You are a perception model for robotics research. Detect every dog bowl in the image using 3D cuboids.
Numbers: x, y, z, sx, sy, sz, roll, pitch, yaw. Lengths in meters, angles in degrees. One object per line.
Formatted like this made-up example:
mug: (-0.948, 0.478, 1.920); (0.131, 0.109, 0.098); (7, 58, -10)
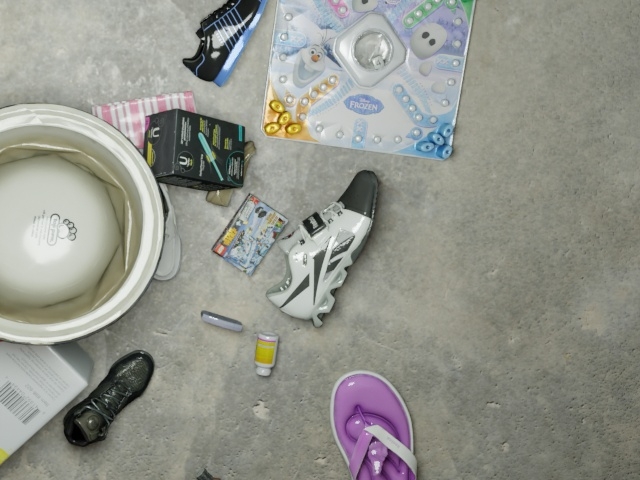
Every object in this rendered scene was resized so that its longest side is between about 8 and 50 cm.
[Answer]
dog bowl: (-0.480, -0.021, 1.617); (0.408, 0.150, 0.408); (2, 82, -16)

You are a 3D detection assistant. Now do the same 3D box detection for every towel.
towel: (-0.328, -0.201, 1.787); (0.197, 0.029, 0.144); (-10, 101, -7)

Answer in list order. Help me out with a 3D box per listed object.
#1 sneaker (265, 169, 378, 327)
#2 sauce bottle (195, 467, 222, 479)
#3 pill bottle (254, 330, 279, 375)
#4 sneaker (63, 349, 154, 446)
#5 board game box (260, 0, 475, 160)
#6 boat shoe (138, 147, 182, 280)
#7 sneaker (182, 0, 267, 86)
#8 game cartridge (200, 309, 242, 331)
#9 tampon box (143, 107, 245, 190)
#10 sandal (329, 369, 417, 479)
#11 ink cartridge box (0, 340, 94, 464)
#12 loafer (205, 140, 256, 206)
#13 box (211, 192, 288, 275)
sneaker: (0.000, 0.000, 1.832); (0.146, 0.122, 0.331); (24, 95, -15)
sauce bottle: (-0.206, 0.521, 1.939); (0.042, 0.042, 0.128); (-43, 102, 0)
pill bottle: (-0.110, 0.229, 1.897); (0.043, 0.043, 0.083); (7, 99, -11)
sneaker: (-0.408, 0.315, 1.821); (0.227, 0.130, 0.087); (-42, 106, -2)
board game box: (0.101, -0.368, 1.816); (0.390, 0.050, 0.390); (7, 100, -10)
boat shoe: (-0.316, -0.039, 1.776); (0.096, 0.088, 0.268); (-6, 111, -9)
sneaker: (-0.173, -0.405, 1.747); (0.090, 0.081, 0.232); (25, 97, -20)
game cartridge: (-0.197, 0.160, 1.863); (0.083, 0.056, 0.017); (18, 90, -12)
tampon box: (-0.232, -0.162, 1.715); (0.161, 0.101, 0.120); (10, 80, -44)
sandal: (0.130, 0.468, 1.953); (0.169, 0.102, 0.416); (-14, 102, -7)
ink cartridge box: (-0.663, 0.278, 1.752); (0.384, 0.160, 0.279); (-41, 103, -1)
loafer: (-0.165, -0.127, 1.817); (0.050, 0.056, 0.148); (34, 103, -15)
box: (-0.140, -0.012, 1.855); (0.094, 0.027, 0.137); (34, 93, -15)
